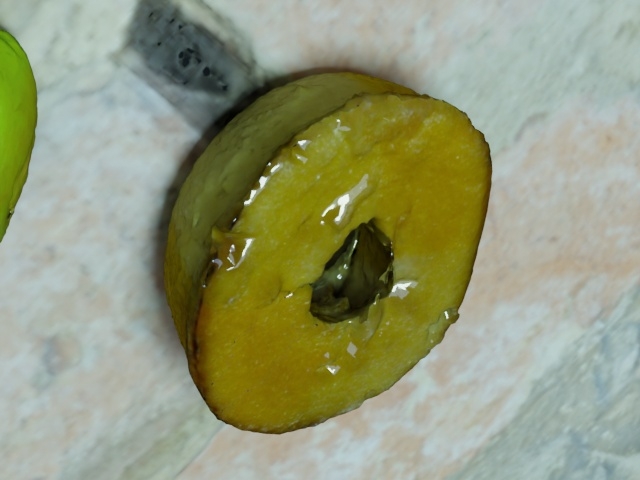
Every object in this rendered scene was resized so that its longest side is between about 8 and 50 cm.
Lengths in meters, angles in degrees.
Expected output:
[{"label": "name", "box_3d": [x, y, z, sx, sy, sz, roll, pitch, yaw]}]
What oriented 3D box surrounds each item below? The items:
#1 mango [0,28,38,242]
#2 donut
[{"label": "mango", "box_3d": [-0.195, 0.005, 0.561, 0.233, 0.111, 0.125, -47, 117, -15]}, {"label": "donut", "box_3d": [0.000, 0.000, 0.730, 0.162, 0.065, 0.178, -7, 126, -35]}]
